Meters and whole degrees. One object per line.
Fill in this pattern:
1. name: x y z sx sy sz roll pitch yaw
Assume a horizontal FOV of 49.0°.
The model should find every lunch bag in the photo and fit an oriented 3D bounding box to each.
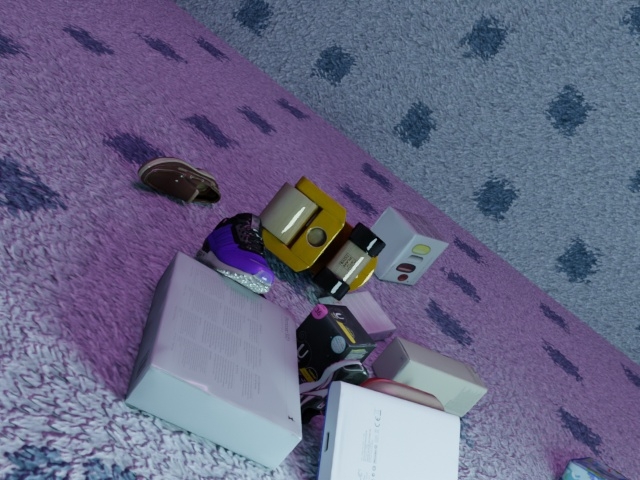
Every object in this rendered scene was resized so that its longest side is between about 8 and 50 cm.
1. lunch bag: 0.723 0.634 1.810 0.176 0.090 0.219 30 6 37

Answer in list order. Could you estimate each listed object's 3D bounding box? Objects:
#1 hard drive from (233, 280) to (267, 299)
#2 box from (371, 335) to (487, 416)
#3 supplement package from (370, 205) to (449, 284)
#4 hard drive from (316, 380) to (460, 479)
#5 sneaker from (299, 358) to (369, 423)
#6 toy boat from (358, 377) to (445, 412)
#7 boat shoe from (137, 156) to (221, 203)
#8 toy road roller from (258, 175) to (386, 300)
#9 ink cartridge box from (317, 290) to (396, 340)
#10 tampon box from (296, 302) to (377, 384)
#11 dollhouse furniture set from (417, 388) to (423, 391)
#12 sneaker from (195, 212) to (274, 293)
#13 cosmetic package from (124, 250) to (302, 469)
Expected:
1. hard drive: -0.148 0.145 1.568 0.094 0.022 0.135 12 32 -50
2. box: 0.269 0.337 1.722 0.275 0.113 0.094 27 22 -31
3. supplement package: 0.265 0.021 2.274 0.203 0.194 0.149 12 31 -48
4. hard drive: 0.135 0.400 1.301 0.319 0.040 0.210 24 63 -33
5. sneaker: 0.021 0.295 1.328 0.072 0.178 0.077 37 28 -34
6. toy boat: 0.134 0.361 1.452 0.231 0.150 0.151 25 -7 -32
7. boat shoe: -0.342 -0.142 1.771 0.258 0.095 0.095 5 44 -56
8. toy road roller: 0.000 0.000 1.872 0.330 0.202 0.240 39 0 0
9. ink cartridge box: 0.091 0.205 1.841 0.179 0.045 0.145 -6 45 -37
10. tampon box: 0.010 0.229 1.450 0.102 0.161 0.120 10 33 -51
11. dollhouse furniture set: 0.245 0.393 1.600 0.114 0.081 0.091 43 21 15
12. sneaker: -0.168 0.010 1.503 0.102 0.146 0.293 34 -6 -32
13. cosmetic package: -0.179 0.204 1.284 0.285 0.097 0.377 29 22 -17
